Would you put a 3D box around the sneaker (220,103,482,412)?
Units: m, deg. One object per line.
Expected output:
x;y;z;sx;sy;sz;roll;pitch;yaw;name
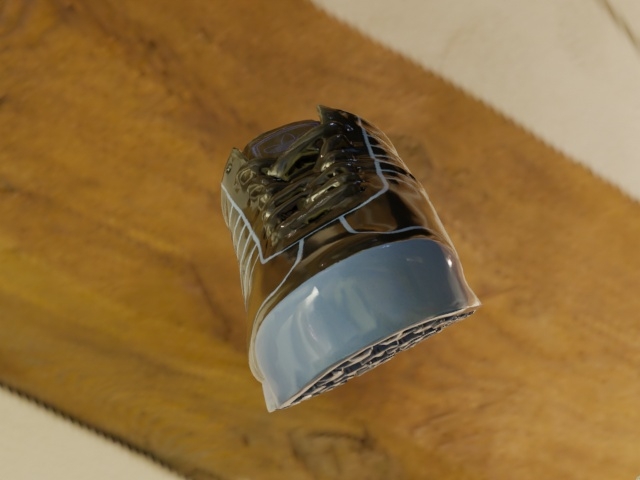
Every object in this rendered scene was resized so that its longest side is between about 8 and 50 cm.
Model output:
0.000;0.000;0.692;0.081;0.232;0.090;-27;-91;-1;sneaker

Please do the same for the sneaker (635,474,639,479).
0.139;0.118;0.741;0.232;0.115;0.090;68;-167;-56;sneaker
